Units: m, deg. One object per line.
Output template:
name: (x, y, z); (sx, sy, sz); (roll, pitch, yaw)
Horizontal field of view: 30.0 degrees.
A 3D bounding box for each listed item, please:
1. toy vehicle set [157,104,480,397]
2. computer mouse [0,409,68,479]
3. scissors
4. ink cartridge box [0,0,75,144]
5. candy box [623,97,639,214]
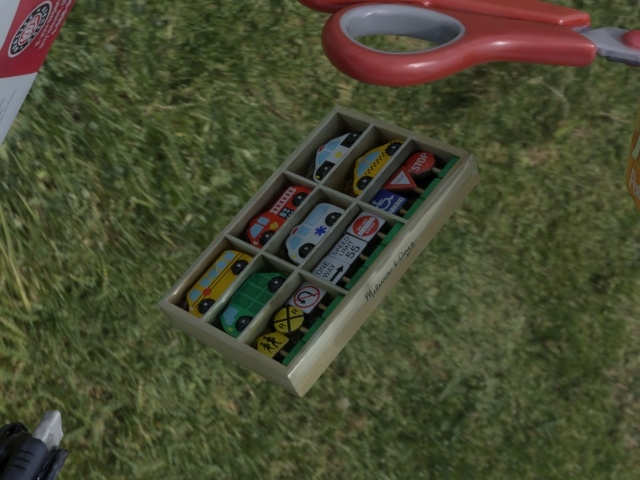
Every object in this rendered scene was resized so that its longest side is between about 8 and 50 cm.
toy vehicle set: (0.000, 0.000, 1.063); (0.267, 0.166, 0.035); (-50, 140, -22)
computer mouse: (-0.208, 0.071, 0.500); (0.272, 0.072, 0.188); (59, 35, -27)
scissors: (0.133, -0.103, 0.577); (0.297, 0.109, 0.021); (2, 129, -8)
ink cartridge box: (-0.169, -0.049, 0.301); (0.127, 0.128, 0.176); (41, 42, -2)
candy box: (0.311, -0.035, 0.859); (0.087, 0.316, 0.183); (0, 126, -3)
